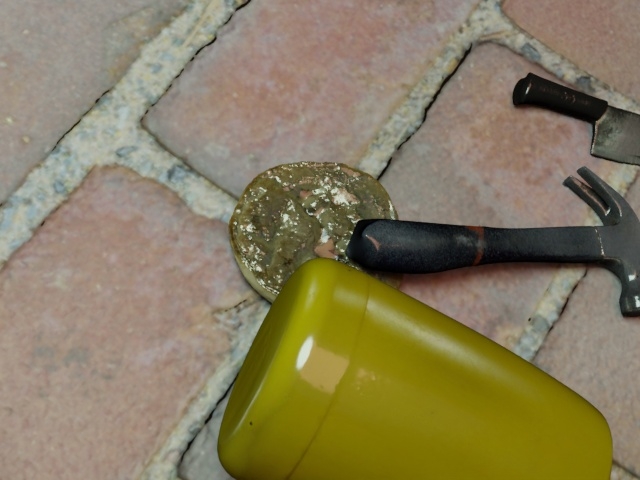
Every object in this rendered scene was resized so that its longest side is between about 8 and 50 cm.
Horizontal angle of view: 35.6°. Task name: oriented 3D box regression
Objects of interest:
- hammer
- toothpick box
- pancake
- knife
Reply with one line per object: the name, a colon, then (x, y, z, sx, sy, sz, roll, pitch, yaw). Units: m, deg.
hammer: (0.160, -0.001, 0.876, 0.290, 0.037, 0.137, 1, 68, -21)
toothpick box: (0.077, 0.140, 0.742, 0.271, 0.175, 0.175, 25, 66, -8)
pancake: (0.000, 0.000, 0.853, 0.158, 0.028, 0.158, 6, 66, -14)
knife: (0.293, -0.104, 0.973, 0.231, 0.028, 0.060, 15, 79, -12)
